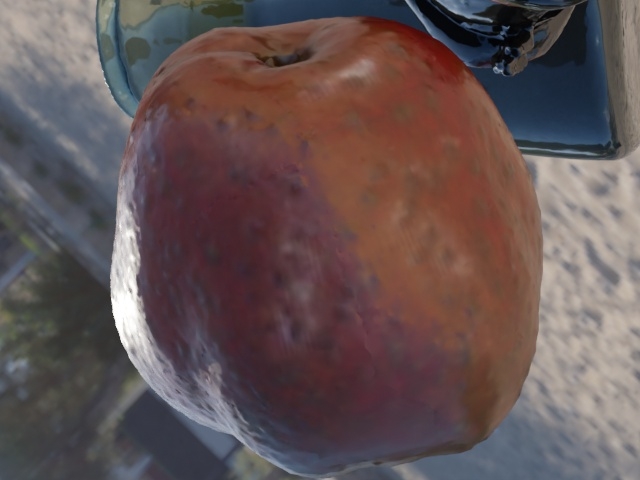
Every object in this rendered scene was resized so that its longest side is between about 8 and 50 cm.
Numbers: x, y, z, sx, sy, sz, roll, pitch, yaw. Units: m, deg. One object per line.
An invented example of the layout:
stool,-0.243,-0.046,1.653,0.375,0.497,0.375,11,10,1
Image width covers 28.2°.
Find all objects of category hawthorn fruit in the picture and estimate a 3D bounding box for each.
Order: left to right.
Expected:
hawthorn fruit,0.000,0.000,0.500,0.189,0.189,0.189,42,170,9

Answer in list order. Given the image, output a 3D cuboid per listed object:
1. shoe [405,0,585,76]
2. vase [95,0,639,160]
shoe,0.058,-0.198,0.588,0.137,0.114,0.291,90,165,-64
vase,0.031,-0.130,0.770,0.321,0.173,0.173,-1,149,23
